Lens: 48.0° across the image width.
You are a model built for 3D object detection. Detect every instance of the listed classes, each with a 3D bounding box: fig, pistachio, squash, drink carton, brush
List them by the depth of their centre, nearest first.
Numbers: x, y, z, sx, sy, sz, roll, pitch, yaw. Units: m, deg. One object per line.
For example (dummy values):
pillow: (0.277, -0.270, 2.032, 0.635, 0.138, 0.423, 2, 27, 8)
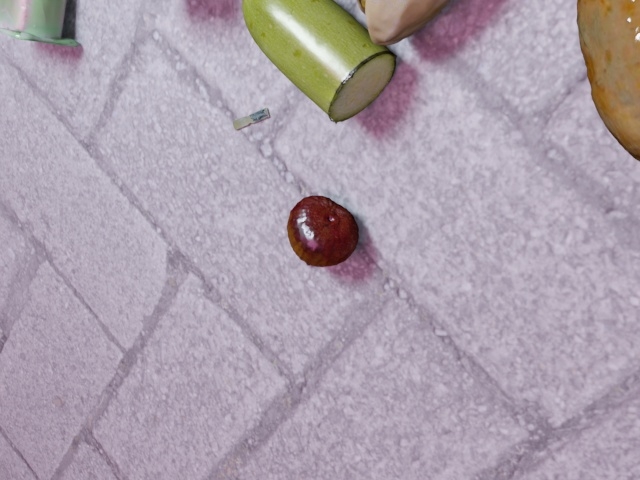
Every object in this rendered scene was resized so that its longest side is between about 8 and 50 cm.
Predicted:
pistachio: (0.126, -0.364, 0.931, 0.157, 0.157, 0.229, 48, 130, 11)
squash: (-0.017, -0.301, 1.054, 0.247, 0.132, 0.132, 47, 126, 13)
fig: (0.010, -0.004, 1.174, 0.119, 0.153, 0.119, -6, 67, 14)
brush: (-0.121, -0.207, 1.231, 0.083, 0.013, 0.016, -13, 100, 39)
drink carton: (-0.546, -0.457, 1.365, 0.144, 0.146, 0.143, 22, 109, 27)

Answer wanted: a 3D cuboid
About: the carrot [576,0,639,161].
carrot: (0.375, -0.253, 0.739, 0.224, 0.224, 0.341, -10, 97, 37)
